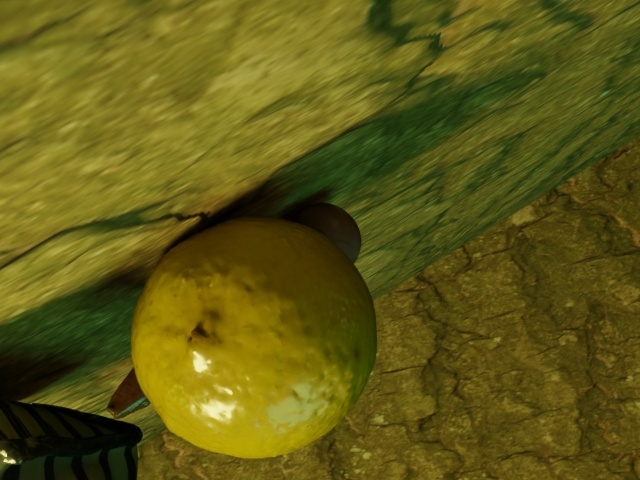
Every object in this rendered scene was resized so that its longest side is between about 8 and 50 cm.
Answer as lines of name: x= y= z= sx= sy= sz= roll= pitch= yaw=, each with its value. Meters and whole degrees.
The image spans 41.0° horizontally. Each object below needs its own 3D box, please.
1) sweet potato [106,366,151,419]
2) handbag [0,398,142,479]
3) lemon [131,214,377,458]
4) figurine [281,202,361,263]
sweet potato: x=-0.136 y=0.118 z=0.969 sx=0.255 sy=0.058 sz=0.078 roll=-38 pitch=149 yaw=14
handbag: x=-0.261 y=0.283 z=0.648 sx=0.163 sy=0.325 sz=0.327 roll=10 pitch=166 yaw=3
lemon: x=-0.045 y=0.070 z=0.638 sx=0.178 sy=0.178 sz=0.203 roll=-35 pitch=169 yaw=16
figurine: x=0.000 y=0.000 z=0.751 sx=0.083 sy=0.071 sz=0.067 roll=-25 pitch=130 yaw=-80
